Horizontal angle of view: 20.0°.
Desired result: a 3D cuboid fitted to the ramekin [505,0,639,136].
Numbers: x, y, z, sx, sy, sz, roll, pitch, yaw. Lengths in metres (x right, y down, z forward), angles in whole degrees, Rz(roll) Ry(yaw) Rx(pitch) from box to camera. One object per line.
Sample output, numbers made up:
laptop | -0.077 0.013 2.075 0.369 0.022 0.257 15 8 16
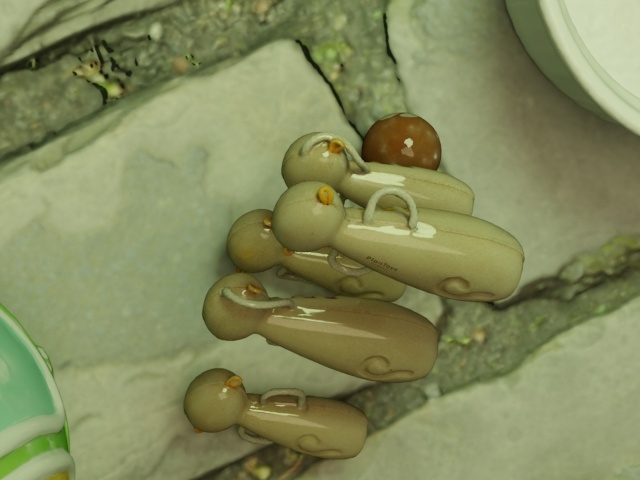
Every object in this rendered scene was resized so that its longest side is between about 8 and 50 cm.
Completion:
ramekin | 0.252 -0.193 1.200 0.277 0.135 0.277 -1 95 -12

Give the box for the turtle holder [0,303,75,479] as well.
turtle holder | -0.257 0.158 1.082 0.243 0.227 0.320 -25 99 -9

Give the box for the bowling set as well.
bowling set | 0.000 0.000 1.169 0.154 0.287 0.200 15 49 -19
